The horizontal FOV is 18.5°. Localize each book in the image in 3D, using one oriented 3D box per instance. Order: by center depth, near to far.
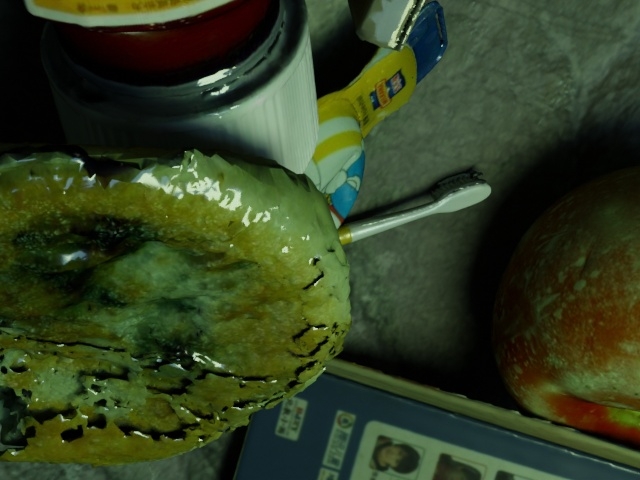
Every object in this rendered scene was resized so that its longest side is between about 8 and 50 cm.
[{"bbox_3d":[0.127,0.275,1.584,0.428,0.039,0.300,18,112,3],"label":"book"}]

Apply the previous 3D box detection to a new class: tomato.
[{"bbox_3d":[0.276,0.057,1.562,0.270,0.270,0.223,37,61,-42],"label":"tomato"}]

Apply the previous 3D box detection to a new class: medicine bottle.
[{"bbox_3d":[-0.106,-0.193,1.176,0.242,0.242,0.395,-25,145,-16],"label":"medicine bottle"}]

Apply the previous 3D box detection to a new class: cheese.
[{"bbox_3d":[-0.002,-0.063,1.412,0.270,0.069,0.177,-49,161,-10],"label":"cheese"}]

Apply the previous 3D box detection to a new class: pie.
[{"bbox_3d":[-0.126,0.038,1.247,0.296,0.078,0.371,-13,146,8],"label":"pie"}]

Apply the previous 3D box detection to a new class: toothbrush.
[{"bbox_3d":[0.000,0.000,1.505,0.288,0.024,0.021,-20,126,-17],"label":"toothbrush"}]

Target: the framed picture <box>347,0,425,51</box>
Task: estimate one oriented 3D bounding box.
[{"bbox_3d":[0.110,-0.355,1.137,0.028,0.326,0.446,21,110,-13],"label":"framed picture"}]
